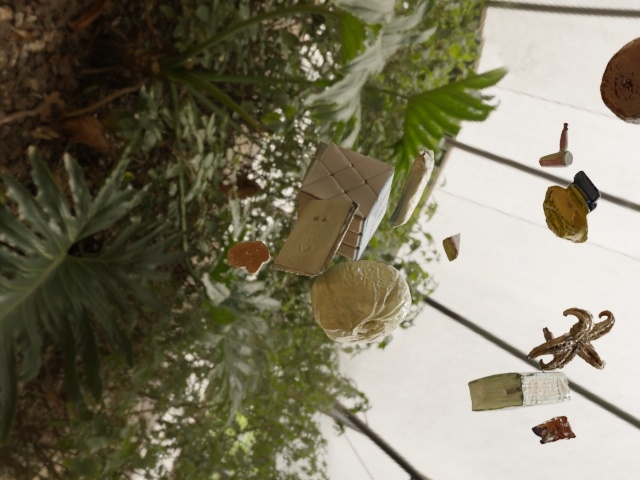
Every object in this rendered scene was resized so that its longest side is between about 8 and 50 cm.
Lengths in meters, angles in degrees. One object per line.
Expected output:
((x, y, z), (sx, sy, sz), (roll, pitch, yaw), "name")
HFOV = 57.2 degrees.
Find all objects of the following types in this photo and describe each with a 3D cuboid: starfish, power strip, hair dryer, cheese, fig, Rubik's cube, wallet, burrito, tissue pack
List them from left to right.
((-0.015, -0.310, 2.232), (0.216, 0.061, 0.145), (129, -17, -60), "power strip")
((0.000, 0.000, 1.439), (0.198, 0.064, 0.213), (10, -113, 52), "power strip")
((0.072, -0.115, 1.786), (0.231, 0.221, 0.225), (-59, 166, -31), "Rubik's cube")
((0.280, -0.150, 1.802), (0.082, 0.059, 0.275), (-16, 136, -46), "burrito")
((0.721, 0.546, 2.128), (0.227, 0.310, 0.128), (-26, -117, 47), "tissue pack")
((0.888, 0.405, 2.238), (0.038, 0.118, 0.153), (-22, -162, 17), "wallet")
((0.776, -0.307, 1.896), (0.106, 0.054, 0.154), (11, -101, 62), "hair dryer")
((0.580, -0.075, 1.356), (0.064, 0.157, 0.250), (-25, 160, -7), "cheese")
((0.848, 0.348, 1.966), (0.303, 0.311, 0.113), (-56, -151, 21), "starfish")
((0.568, -0.284, 0.979), (0.201, 0.134, 0.146), (-32, 172, -26), "fig")

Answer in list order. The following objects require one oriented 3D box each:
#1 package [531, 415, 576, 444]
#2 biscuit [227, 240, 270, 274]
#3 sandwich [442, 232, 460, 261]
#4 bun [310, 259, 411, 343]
((0.669, 0.548, 1.685), (0.110, 0.077, 0.033), (-29, 168, 23), "package")
((-0.227, 0.057, 1.878), (0.023, 0.139, 0.118), (121, -43, -52), "biscuit")
((0.322, 0.008, 1.450), (0.031, 0.044, 0.083), (-30, -145, 45), "sandwich")
((0.091, 0.156, 1.414), (0.153, 0.243, 0.244), (-91, -162, -56), "bun")
